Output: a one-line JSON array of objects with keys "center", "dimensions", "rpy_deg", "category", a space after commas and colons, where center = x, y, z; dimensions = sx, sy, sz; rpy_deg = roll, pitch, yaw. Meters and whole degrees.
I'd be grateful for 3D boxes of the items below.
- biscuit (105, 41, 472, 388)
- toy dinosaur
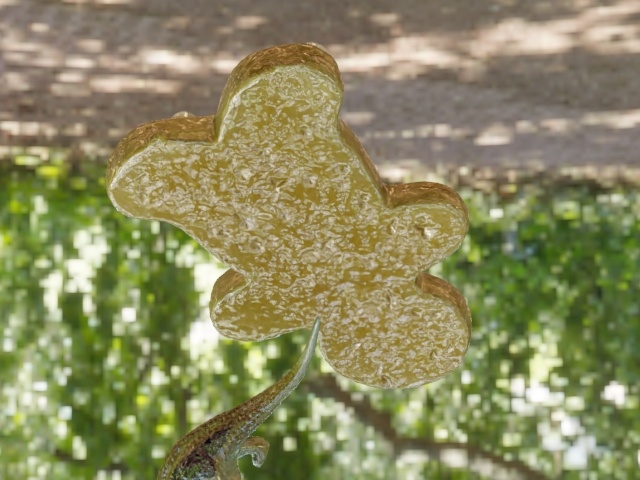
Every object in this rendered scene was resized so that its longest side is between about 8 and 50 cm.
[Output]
[{"center": [0.000, -0.001, 0.836], "dimensions": [0.158, 0.035, 0.240], "rpy_deg": [-23, 130, 22], "category": "biscuit"}, {"center": [-0.045, 0.111, 0.705], "dimensions": [0.058, 0.180, 0.037], "rpy_deg": [36, -178, -32], "category": "toy dinosaur"}]
